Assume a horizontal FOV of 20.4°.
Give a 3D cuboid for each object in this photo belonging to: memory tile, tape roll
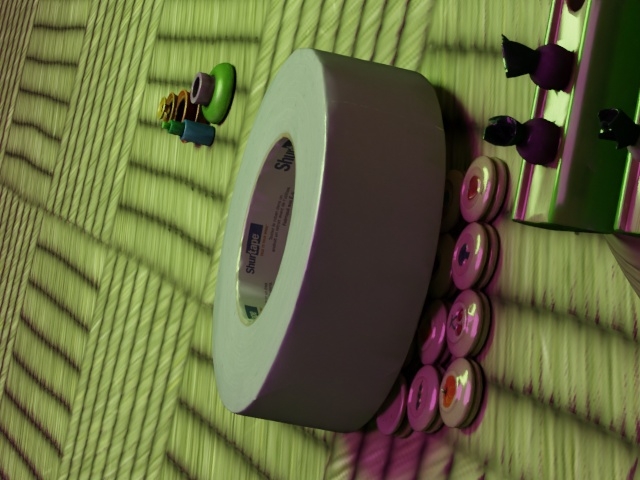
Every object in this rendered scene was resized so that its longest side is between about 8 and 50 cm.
[{"bbox_3d":[0.064,0.032,0.967,0.113,0.012,0.148,158,121,-66],"label":"memory tile"},{"bbox_3d":[0.000,0.000,1.043,0.219,0.072,0.219,-169,90,-75],"label":"tape roll"}]

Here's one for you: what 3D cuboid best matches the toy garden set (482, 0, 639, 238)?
[{"bbox_3d":[0.125,-0.100,0.510,0.244,0.049,0.204,-173,94,-67],"label":"toy garden set"}]

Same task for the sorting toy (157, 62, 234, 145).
[{"bbox_3d":[-0.107,-0.110,1.455,0.102,0.042,0.061,140,138,-58],"label":"sorting toy"}]

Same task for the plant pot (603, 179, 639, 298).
[{"bbox_3d":[0.163,-0.051,0.618,0.237,0.109,0.237,-167,90,-70],"label":"plant pot"}]
